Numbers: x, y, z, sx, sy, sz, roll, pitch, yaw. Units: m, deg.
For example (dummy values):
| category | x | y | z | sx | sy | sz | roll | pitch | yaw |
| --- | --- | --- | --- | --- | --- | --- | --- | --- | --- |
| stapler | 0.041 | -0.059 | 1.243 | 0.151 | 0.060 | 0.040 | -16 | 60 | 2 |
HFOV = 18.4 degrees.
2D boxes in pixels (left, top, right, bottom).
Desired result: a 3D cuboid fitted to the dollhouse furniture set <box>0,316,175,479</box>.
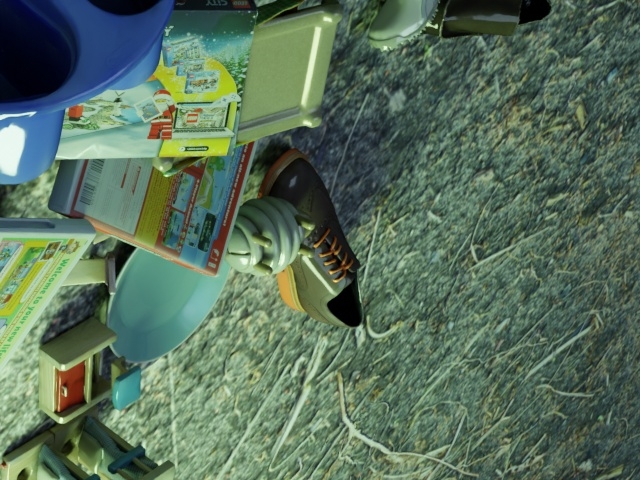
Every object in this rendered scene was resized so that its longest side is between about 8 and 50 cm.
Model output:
| category | x | y | z | sx | sy | sz | roll | pitch | yaw |
| --- | --- | --- | --- | --- | --- | --- | --- | --- | --- |
| dollhouse furniture set | -0.236 | 0.204 | 1.996 | 0.129 | 0.129 | 0.183 | -32 | 142 | -38 |

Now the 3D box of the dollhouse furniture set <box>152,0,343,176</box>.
| category | x | y | z | sx | sy | sz | roll | pitch | yaw |
| --- | --- | --- | --- | --- | --- | --- | --- | --- | --- |
| dollhouse furniture set | -0.089 | -0.237 | 1.840 | 0.198 | 0.151 | 0.301 | -18 | 140 | -29 |

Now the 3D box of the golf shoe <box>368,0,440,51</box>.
| category | x | y | z | sx | sy | sz | roll | pitch | yaw |
| --- | --- | --- | --- | --- | --- | --- | --- | --- | --- |
| golf shoe | 0.099 | -0.286 | 2.135 | 0.176 | 0.069 | 0.086 | -52 | 130 | -17 |

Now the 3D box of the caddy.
| category | x | y | z | sx | sy | sz | roll | pitch | yaw |
| --- | --- | --- | --- | --- | --- | --- | --- | --- | --- |
| caddy | -0.259 | -0.205 | 1.406 | 0.241 | 0.341 | 0.179 | -45 | 165 | -23 |

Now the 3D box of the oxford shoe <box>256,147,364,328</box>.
| category | x | y | z | sx | sy | sz | roll | pitch | yaw |
| --- | --- | --- | --- | --- | --- | --- | --- | --- | --- |
| oxford shoe | 0.000 | 0.000 | 2.192 | 0.097 | 0.098 | 0.271 | -47 | 148 | -19 |

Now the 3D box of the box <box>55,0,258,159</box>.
| category | x | y | z | sx | sy | sz | roll | pitch | yaw |
| --- | --- | --- | --- | --- | --- | --- | --- | --- | --- |
| box | -0.181 | -0.146 | 1.714 | 0.233 | 0.044 | 0.159 | -2 | 130 | -18 |

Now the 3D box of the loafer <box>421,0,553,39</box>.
| category | x | y | z | sx | sy | sz | roll | pitch | yaw |
| --- | --- | --- | --- | --- | --- | --- | --- | --- | --- |
| loafer | 0.194 | -0.272 | 2.252 | 0.220 | 0.078 | 0.080 | -22 | 134 | -46 |

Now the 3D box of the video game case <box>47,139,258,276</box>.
| category | x | y | z | sx | sy | sz | roll | pitch | yaw |
| --- | --- | --- | --- | --- | --- | --- | --- | --- | --- |
| video game case | -0.149 | -0.091 | 1.907 | 0.285 | 0.025 | 0.204 | 27 | 77 | -60 |

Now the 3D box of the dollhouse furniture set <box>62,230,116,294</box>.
| category | x | y | z | sx | sy | sz | roll | pitch | yaw |
| --- | --- | --- | --- | --- | --- | --- | --- | --- | --- |
| dollhouse furniture set | -0.244 | -0.009 | 1.913 | 0.081 | 0.091 | 0.114 | -3 | 101 | -9 |

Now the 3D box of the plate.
| category | x | y | z | sx | sy | sz | roll | pitch | yaw |
| --- | --- | --- | --- | --- | --- | --- | --- | --- | --- |
| plate | -0.162 | 0.042 | 2.065 | 0.188 | 0.024 | 0.188 | -37 | 145 | -32 |

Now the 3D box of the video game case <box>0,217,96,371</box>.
| category | x | y | z | sx | sy | sz | roll | pitch | yaw |
| --- | --- | --- | --- | --- | --- | --- | --- | --- | --- |
| video game case | -0.325 | 0.059 | 1.762 | 0.193 | 0.023 | 0.212 | 1 | 134 | -50 |

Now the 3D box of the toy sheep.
| category | x | y | z | sx | sy | sz | roll | pitch | yaw |
| --- | --- | --- | --- | --- | --- | --- | --- | --- | --- |
| toy sheep | -0.061 | -0.003 | 2.065 | 0.132 | 0.091 | 0.091 | -18 | 132 | -38 |
